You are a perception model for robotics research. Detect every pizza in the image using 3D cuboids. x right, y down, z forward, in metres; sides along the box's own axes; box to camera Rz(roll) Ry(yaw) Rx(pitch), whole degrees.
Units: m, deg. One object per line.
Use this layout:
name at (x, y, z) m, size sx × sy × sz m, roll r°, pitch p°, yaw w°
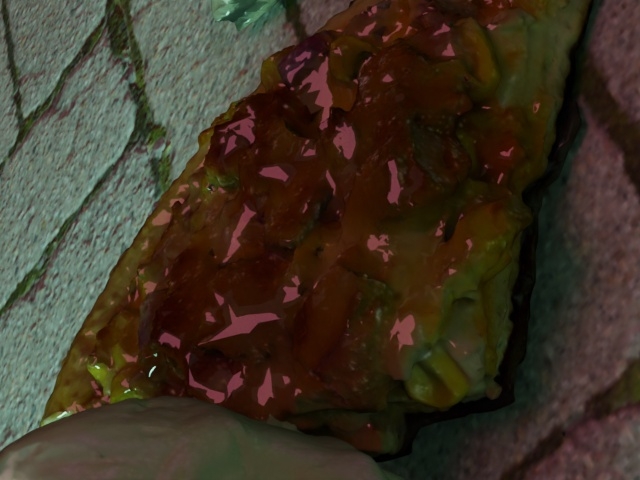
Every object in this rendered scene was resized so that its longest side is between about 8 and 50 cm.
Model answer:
pizza at (0.000, 0.000, 0.802) m, size 0.409 × 0.114 × 0.278 m, roll -44°, pitch 40°, yaw 16°

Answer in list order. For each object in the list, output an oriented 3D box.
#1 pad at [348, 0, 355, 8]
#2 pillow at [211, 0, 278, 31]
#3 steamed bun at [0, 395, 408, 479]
pad at (0.065, -0.107, 0.896) m, size 0.190 × 0.004 × 0.127 m, roll -9°, pitch 65°, yaw 52°
pillow at (-0.023, -0.277, 1.077) m, size 0.148 × 0.050 × 0.230 m, roll -25°, pitch 52°, yaw 40°
steamed bun at (-0.020, 0.197, 0.681) m, size 0.280 × 0.207 × 0.268 m, roll 27°, pitch 128°, yaw 33°
